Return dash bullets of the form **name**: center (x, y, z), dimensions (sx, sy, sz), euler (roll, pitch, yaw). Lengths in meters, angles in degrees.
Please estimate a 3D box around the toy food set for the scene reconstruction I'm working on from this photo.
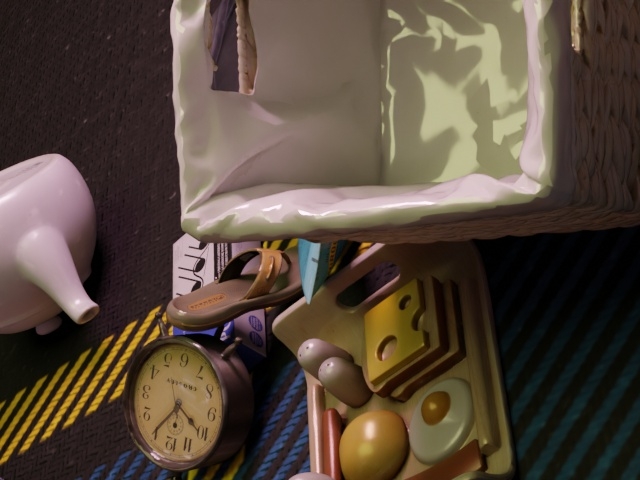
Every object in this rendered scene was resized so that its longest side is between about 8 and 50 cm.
- **toy food set**: center (0.041, 0.133, 1.454), dimensions (0.219, 0.092, 0.306), euler (-37, 36, 29)

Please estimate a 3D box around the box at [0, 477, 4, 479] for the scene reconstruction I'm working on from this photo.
- **box**: center (-0.555, 0.429, 1.814), dimensions (0.471, 0.297, 0.480), euler (1, 62, 56)

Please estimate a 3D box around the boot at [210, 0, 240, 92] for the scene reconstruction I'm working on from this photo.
- **boot**: center (0.043, -0.303, 1.739), dimensions (0.445, 0.146, 0.367), euler (-51, 30, 26)

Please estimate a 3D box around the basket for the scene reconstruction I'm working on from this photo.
- **basket**: center (0.089, -0.164, 1.339), dimensions (0.331, 0.266, 0.328), euler (-6, 84, 35)

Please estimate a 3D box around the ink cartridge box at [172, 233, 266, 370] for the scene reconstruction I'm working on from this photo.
- **ink cartridge box**: center (-0.105, 0.059, 1.771), dimensions (0.097, 0.046, 0.207), euler (-39, 36, 29)

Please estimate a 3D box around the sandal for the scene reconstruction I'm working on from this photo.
- **sandal**: center (-0.070, 0.035, 1.659), dimensions (0.180, 0.049, 0.072), euler (-21, 29, -29)

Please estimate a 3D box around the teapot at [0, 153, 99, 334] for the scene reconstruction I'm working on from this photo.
- **teapot**: center (-0.364, 0.026, 2.045), dimensions (0.252, 0.187, 0.256), euler (-21, 16, 18)

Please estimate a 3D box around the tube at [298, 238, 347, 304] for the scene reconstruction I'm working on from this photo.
- **tube**: center (0.000, 0.000, 1.585), dimensions (0.207, 0.052, 0.080), euler (-71, -14, -80)

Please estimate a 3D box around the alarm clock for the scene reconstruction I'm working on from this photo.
- **alarm clock**: center (-0.128, 0.173, 1.656), dimensions (0.129, 0.064, 0.192), euler (16, 97, 34)
